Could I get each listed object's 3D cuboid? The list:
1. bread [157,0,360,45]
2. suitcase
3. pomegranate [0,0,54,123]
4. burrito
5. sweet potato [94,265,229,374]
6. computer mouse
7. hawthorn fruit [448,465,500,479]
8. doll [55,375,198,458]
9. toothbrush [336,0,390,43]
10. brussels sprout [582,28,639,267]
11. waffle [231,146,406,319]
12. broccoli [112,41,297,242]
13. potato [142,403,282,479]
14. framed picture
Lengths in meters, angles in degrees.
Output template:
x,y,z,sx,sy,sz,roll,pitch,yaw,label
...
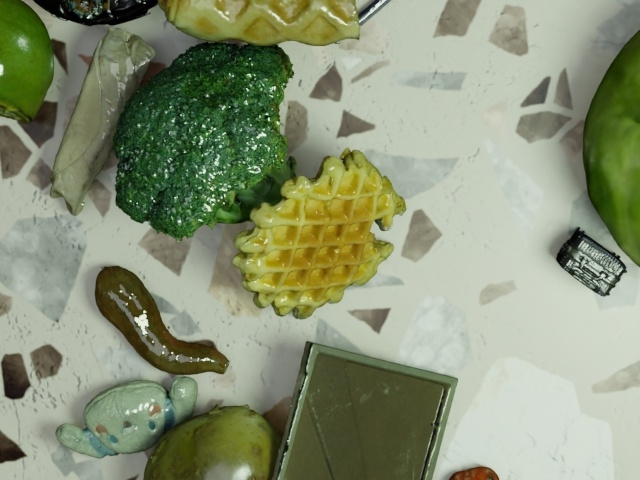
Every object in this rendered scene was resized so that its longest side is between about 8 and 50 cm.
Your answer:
x,y,z,sx,sy,sz,roll,pitch,yaw,label
-0.081,-0.322,1.810,0.267,0.152,0.130,0,127,-1,bread
0.367,0.029,1.888,0.086,0.126,0.059,35,97,2,suitcase
-0.481,-0.268,1.920,0.240,0.190,0.159,14,83,18,pomegranate
-0.315,-0.163,1.944,0.082,0.059,0.275,34,109,23,burrito
-0.237,0.128,1.982,0.233,0.062,0.081,42,95,-2,sweet potato
-0.280,-0.342,1.926,0.241,0.146,0.078,-9,121,5,computer mouse
0.218,0.361,1.941,0.093,0.093,0.093,0,94,5,hawthorn fruit
-0.272,0.254,1.987,0.214,0.071,0.104,-20,114,-2,doll
0.128,-0.370,1.936,0.288,0.024,0.026,-41,104,5,toothbrush
0.527,-0.130,1.773,0.361,0.342,0.425,25,92,30,brussels sprout
0.001,0.001,1.874,0.250,0.261,0.056,-40,54,0,waffle
-0.140,-0.128,1.861,0.275,0.308,0.308,30,97,-30,broccoli
-0.132,0.383,1.931,0.210,0.173,0.308,-15,90,-2,potato
0.046,0.326,1.904,0.247,0.022,0.335,16,86,-27,framed picture
